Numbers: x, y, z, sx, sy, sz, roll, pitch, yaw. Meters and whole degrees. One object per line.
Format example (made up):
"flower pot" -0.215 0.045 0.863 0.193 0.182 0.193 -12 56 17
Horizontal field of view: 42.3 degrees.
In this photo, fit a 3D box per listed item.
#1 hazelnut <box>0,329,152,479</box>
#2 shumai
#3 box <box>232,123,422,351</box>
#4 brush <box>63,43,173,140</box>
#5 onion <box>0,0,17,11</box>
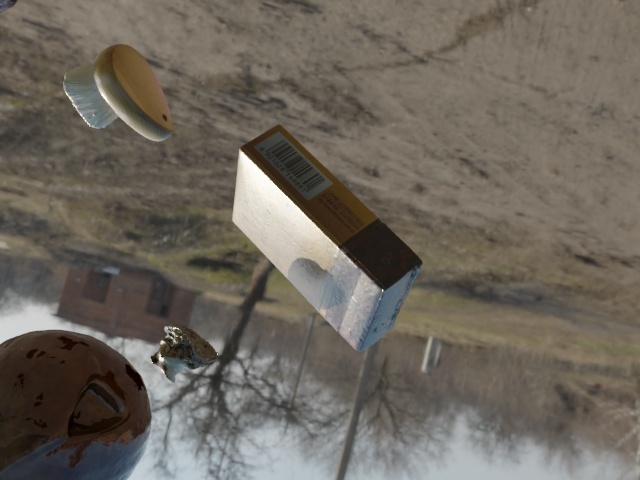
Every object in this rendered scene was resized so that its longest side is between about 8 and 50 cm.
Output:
"hazelnut" -0.544 0.363 1.589 0.429 0.402 0.402 -32 157 15
"shumai" -0.302 0.252 1.801 0.145 0.116 0.145 29 165 8
"box" 0.000 0.001 1.658 0.415 0.115 0.264 44 149 19
"brush" -0.497 -0.346 2.074 0.166 0.174 0.267 -24 110 26
"onion" -0.823 -0.561 1.782 0.314 0.146 0.280 23 -172 -33
